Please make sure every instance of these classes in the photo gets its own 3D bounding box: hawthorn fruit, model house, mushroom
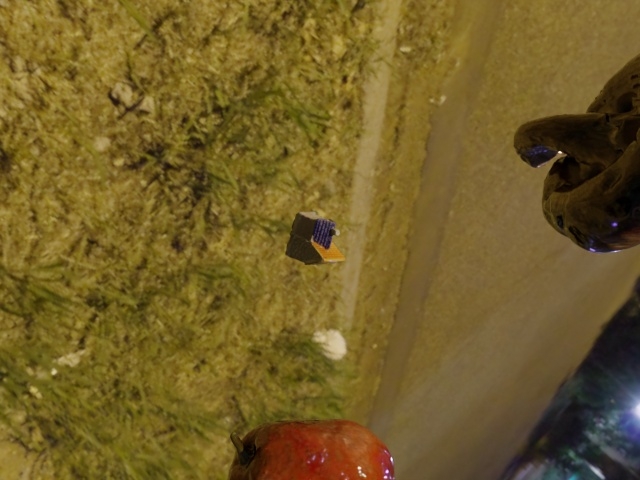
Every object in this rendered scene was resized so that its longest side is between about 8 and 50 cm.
[{"bbox_3d":[-0.024,0.337,0.931,0.224,0.260,0.224,-54,-167,19],"label":"hawthorn fruit"},{"bbox_3d":[0.000,0.000,1.383,0.087,0.100,0.101,2,104,-54],"label":"model house"},{"bbox_3d":[0.187,-0.056,0.432,0.135,0.080,0.170,-57,-161,-4],"label":"mushroom"}]
